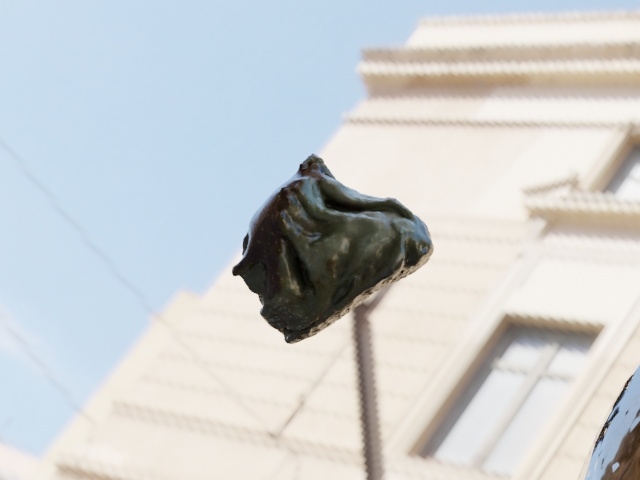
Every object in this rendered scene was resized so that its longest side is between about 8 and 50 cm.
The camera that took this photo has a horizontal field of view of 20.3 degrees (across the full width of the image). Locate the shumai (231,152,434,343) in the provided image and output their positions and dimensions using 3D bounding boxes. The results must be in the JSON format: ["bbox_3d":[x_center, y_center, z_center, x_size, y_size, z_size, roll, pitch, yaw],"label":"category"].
[{"bbox_3d":[0.000,0.000,1.616,0.142,0.184,0.184,59,-29,2],"label":"shumai"}]

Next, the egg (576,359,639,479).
[{"bbox_3d":[0.209,0.160,0.522,0.301,0.374,0.301,4,-9,1],"label":"egg"}]
